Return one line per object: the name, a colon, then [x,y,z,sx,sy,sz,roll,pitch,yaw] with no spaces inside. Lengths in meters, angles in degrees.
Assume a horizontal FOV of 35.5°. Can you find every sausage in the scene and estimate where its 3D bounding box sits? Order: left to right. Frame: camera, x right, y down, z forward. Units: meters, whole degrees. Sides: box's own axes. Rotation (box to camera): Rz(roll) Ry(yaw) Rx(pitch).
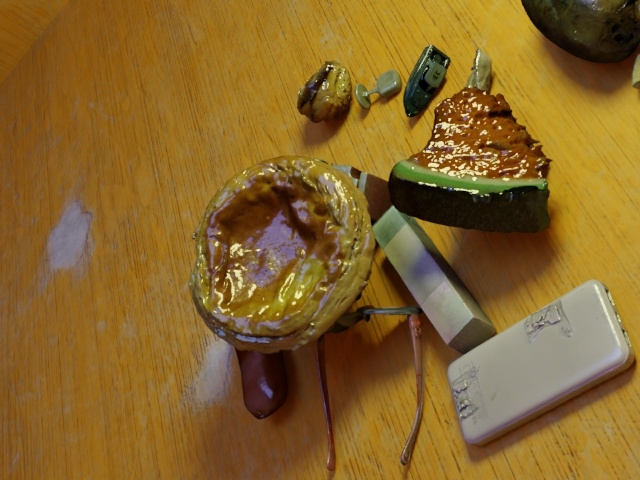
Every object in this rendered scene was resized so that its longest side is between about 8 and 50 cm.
sausage: [-0.115,0.205,1.882,0.089,0.083,0.300,-35,46,20]

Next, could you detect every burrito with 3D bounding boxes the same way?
burrito: [0.257,-0.224,1.756,0.063,0.058,0.229,0,69,44]

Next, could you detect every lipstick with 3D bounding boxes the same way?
lipstick: [0.180,0.059,1.645,0.068,0.066,0.317,-48,38,14]

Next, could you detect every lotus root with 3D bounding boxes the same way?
lotus root: [0.410,-0.389,1.604,0.160,0.152,0.275,-66,27,27]

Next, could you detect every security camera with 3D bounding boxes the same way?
security camera: [0.120,-0.300,1.980,0.092,0.058,0.058,-17,54,28]

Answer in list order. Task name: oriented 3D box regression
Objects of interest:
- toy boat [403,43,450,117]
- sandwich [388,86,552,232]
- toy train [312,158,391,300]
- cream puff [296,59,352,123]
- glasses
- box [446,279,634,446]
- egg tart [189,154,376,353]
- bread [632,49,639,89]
toy boat: [0.193,-0.294,1.874,0.060,0.055,0.141,19,81,60]
sandwich: [0.254,-0.117,1.615,0.250,0.162,0.301,5,47,15]
toy train: [0.000,0.000,1.833,0.221,0.150,0.304,8,82,36]
cream puff: [0.013,-0.301,2.049,0.133,0.104,0.119,-53,4,-2]
glasses: [0.086,0.240,1.663,0.234,0.118,0.268,-16,75,41]
box: [0.307,0.178,1.438,0.285,0.044,0.142,-36,45,29]
egg tart: [-0.058,0.029,1.702,0.352,0.150,0.352,-6,73,21]
bread: [0.550,-0.303,1.482,0.193,0.036,0.112,-26,43,41]
